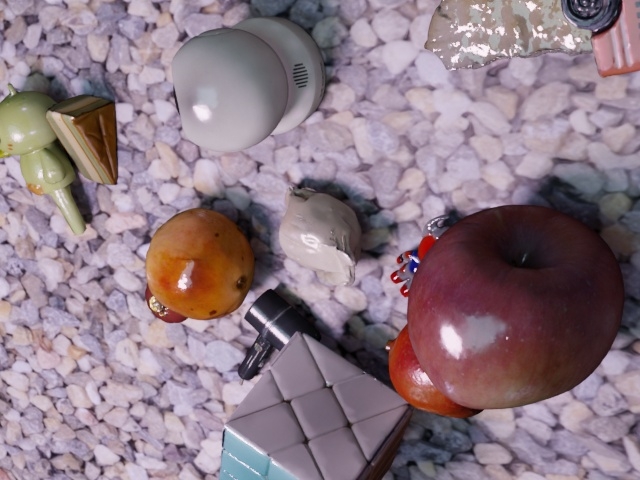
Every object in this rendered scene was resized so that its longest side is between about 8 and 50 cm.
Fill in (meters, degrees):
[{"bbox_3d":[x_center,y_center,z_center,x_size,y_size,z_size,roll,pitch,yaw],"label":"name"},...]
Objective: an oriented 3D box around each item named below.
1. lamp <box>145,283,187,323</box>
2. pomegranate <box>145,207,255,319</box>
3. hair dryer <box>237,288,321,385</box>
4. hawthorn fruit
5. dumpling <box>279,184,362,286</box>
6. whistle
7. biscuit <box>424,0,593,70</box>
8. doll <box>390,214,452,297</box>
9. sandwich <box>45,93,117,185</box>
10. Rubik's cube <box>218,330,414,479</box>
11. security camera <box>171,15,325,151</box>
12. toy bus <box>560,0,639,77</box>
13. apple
[{"bbox_3d":[-0.263,0.098,2.136,0.101,0.090,0.101,13,116,28],"label":"lamp"},{"bbox_3d":[-0.202,0.040,2.026,0.191,0.191,0.191,12,114,28],"label":"pomegranate"},{"bbox_3d":[-0.094,0.192,2.086,0.124,0.071,0.219,44,132,10],"label":"hair dryer"},{"bbox_3d":[0.181,0.192,1.853,0.188,0.169,0.169,4,110,30],"label":"hawthorn fruit"},{"bbox_3d":[0.000,0.000,1.924,0.199,0.118,0.136,50,147,41],"label":"dumpling"},{"bbox_3d":[-0.514,-0.142,2.173,0.141,0.141,0.294,-1,106,32],"label":"whistle"},{"bbox_3d":[0.265,-0.315,1.676,0.290,0.038,0.141,-1,107,33],"label":"biscuit"},{"bbox_3d":[0.182,0.028,1.850,0.194,0.062,0.104,-40,68,44],"label":"doll"},{"bbox_3d":[-0.423,-0.163,2.122,0.079,0.113,0.163,16,116,27],"label":"sandwich"},{"bbox_3d":[-0.012,0.328,1.932,0.231,0.221,0.224,32,148,13],"label":"Rubik's cube"},{"bbox_3d":[-0.123,-0.233,1.832,0.194,0.236,0.194,12,116,26],"label":"security camera"},{"bbox_3d":[0.401,-0.426,1.452,0.233,0.203,0.427,-5,106,29],"label":"toy bus"},{"bbox_3d":[0.269,0.096,1.673,0.306,0.306,0.235,23,135,24],"label":"apple"}]
